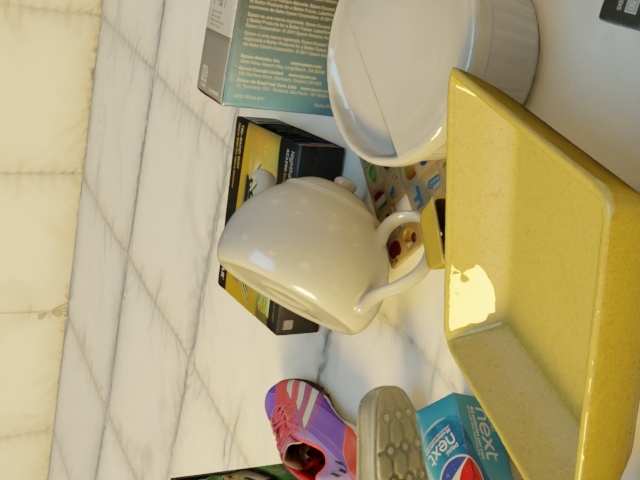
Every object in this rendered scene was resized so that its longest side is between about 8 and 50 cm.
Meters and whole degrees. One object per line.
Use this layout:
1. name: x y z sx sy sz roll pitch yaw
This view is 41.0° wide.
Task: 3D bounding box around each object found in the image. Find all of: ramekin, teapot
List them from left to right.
1. teapot: 0.000 0.000 1.157 0.187 0.256 0.252 -60 5 -11
2. ramekin: 0.130 -0.216 0.988 0.273 0.127 0.272 -3 87 56

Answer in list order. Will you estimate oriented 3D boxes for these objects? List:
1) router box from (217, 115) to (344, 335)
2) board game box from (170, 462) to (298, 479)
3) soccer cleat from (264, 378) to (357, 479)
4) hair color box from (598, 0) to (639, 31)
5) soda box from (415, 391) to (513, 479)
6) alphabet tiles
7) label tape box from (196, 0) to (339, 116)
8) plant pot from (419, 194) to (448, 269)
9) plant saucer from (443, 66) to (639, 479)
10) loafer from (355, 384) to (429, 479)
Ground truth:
1. router box: -0.073 -0.031 1.406 0.243 0.081 0.308 31 117 56
2. board game box: -0.072 0.367 1.235 0.136 0.260 0.030 20 107 59
3. soccer cleat: -0.025 0.293 1.294 0.318 0.116 0.108 27 114 57
4. hair color box: 0.383 -0.196 0.573 0.374 0.114 0.185 41 125 52
5. soda box: 0.171 0.282 0.953 0.067 0.071 0.210 -39 47 37
6. alphabet tiles: 0.129 -0.101 1.125 0.237 0.009 0.198 -46 52 51
7. label tape box: -0.010 -0.338 1.129 0.106 0.241 0.333 40 123 56
8. plant pot: 0.158 -0.005 1.009 0.083 0.081 0.081 137 126 -69
9. plant saucer: 0.203 0.039 0.780 0.332 0.081 0.332 -112 17 -61
10. loafer: 0.084 0.349 1.111 0.111 0.112 0.319 -11 81 51
